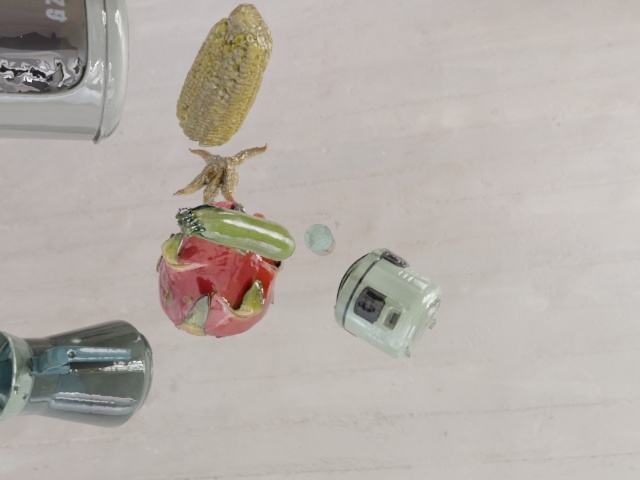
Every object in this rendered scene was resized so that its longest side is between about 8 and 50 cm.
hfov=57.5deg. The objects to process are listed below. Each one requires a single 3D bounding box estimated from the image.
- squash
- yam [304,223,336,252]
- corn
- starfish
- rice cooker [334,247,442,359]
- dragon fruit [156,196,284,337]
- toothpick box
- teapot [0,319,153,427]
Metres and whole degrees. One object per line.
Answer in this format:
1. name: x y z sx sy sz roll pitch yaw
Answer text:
1. squash: -0.100 -0.011 0.742 0.052 0.183 0.052 -16 66 42
2. yam: 0.000 0.000 1.390 0.068 0.169 0.069 0 84 3
3. corn: -0.156 -0.248 0.936 0.119 0.322 0.119 9 69 -24
4. starfish: -0.340 -0.204 1.835 0.301 0.084 0.294 5 53 17
5. rice cooker: 0.155 0.148 1.398 0.244 0.226 0.226 32 76 25
6. dragon fruit: -0.231 0.047 1.339 0.305 0.226 0.306 10 44 -10
7. toothpick box: -0.370 -0.202 0.572 0.316 0.229 0.229 -5 59 -30
8. teapot: -0.374 0.198 0.874 0.203 0.225 0.171 -27 66 32
